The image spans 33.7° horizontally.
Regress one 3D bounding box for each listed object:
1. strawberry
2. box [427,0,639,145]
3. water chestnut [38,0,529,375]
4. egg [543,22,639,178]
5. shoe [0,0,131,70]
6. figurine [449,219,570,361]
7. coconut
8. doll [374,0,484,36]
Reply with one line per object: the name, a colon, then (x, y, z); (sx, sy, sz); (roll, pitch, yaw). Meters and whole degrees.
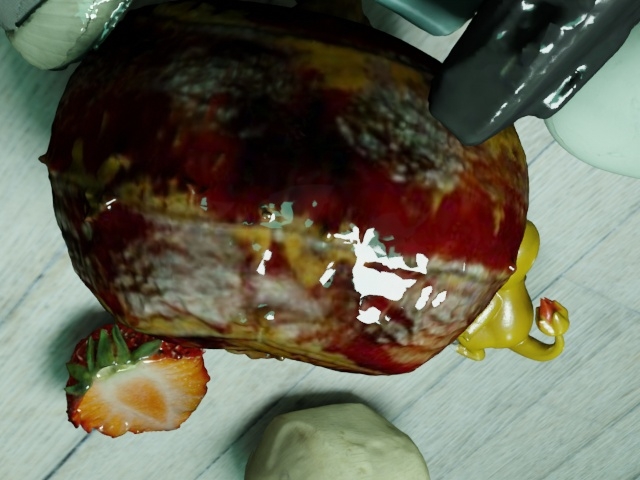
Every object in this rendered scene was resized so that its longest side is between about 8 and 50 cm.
strawberry: (-0.173, 0.132, 1.030); (0.146, 0.082, 0.187); (-17, 145, 4)
box: (0.225, -0.227, 0.602); (0.359, 0.091, 0.350); (-41, 171, -45)
water chestnut: (-0.024, -0.064, 0.762); (0.350, 0.350, 0.302); (17, 83, -35)
egg: (0.310, -0.138, 0.866); (0.264, 0.183, 0.183); (-14, 139, 3)
shoe: (-0.135, -0.261, 0.609); (0.171, 0.132, 0.336); (29, 122, -30)
figurine: (0.198, 0.054, 1.067); (0.121, 0.122, 0.176); (-39, 141, -33)
coconut: (0.008, 0.281, 1.173); (0.224, 0.224, 0.224); (-12, 138, -11)
doll: (0.094, -0.279, 0.637); (0.161, 0.177, 0.260); (23, 126, -40)
